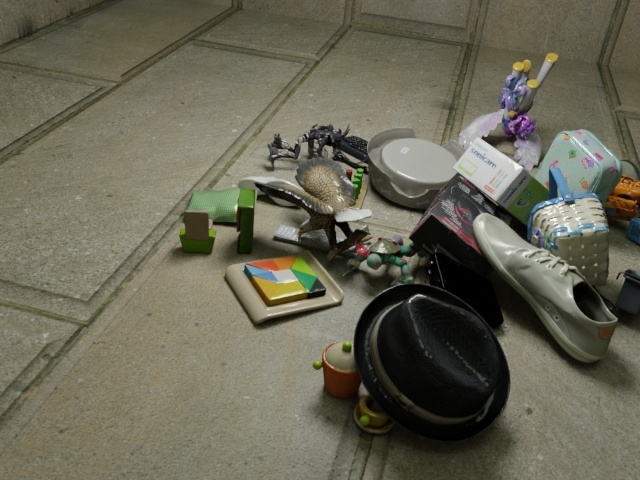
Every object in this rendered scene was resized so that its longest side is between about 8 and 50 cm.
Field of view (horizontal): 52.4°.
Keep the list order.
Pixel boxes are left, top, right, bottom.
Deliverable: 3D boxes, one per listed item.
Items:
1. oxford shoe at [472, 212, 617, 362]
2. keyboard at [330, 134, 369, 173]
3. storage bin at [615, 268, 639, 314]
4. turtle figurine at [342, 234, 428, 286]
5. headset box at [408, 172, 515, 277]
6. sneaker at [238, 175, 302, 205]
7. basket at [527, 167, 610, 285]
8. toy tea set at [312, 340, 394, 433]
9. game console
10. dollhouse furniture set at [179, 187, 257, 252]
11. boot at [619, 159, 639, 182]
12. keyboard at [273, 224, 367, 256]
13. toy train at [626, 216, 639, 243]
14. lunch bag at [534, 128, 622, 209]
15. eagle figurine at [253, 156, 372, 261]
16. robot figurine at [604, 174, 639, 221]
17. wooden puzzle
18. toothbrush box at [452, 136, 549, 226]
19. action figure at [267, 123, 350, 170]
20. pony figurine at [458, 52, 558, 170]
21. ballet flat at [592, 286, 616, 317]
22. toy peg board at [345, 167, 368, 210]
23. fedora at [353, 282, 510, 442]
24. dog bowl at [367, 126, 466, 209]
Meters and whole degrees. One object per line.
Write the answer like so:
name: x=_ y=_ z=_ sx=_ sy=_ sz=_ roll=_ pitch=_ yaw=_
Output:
oxford shoe: x=0.540 y=0.083 z=1.561 sx=0.169 sy=0.130 sz=0.449 roll=-6 pitch=49 yaw=-39
keyboard: x=0.167 y=-0.288 z=2.245 sx=0.201 sy=0.033 sz=0.317 roll=-26 pitch=44 yaw=-38
storage bin: x=0.783 y=0.129 z=1.628 sx=0.098 sy=0.091 sz=0.135 roll=27 pitch=14 yaw=28
turtle figurine: x=0.173 y=0.049 z=1.680 sx=0.175 sy=0.118 sz=0.234 roll=28 pitch=34 yaw=29
headset box: x=0.379 y=-0.023 z=1.738 sx=0.218 sy=0.110 sz=0.293 roll=40 pitch=39 yaw=0
sneaker: x=-0.139 y=-0.164 z=1.987 sx=0.212 sy=0.080 sz=0.094 roll=14 pitch=23 yaw=15
basket: x=0.648 y=-0.027 z=1.716 sx=0.201 sy=0.255 sz=0.289 roll=-7 pitch=31 yaw=13
toy tea set: x=0.149 y=0.243 z=1.369 sx=0.200 sy=0.124 sz=0.336 roll=29 pitch=41 yaw=31
game console: x=0.352 y=0.195 z=1.471 sx=0.213 sy=0.044 sz=0.361 roll=27 pitch=38 yaw=-30
dollhouse furniture set: x=-0.279 y=-0.110 z=1.810 sx=0.197 sy=0.151 sz=0.302 roll=2 pitch=34 yaw=-4
boot: x=0.992 y=-0.197 z=2.187 sx=0.161 sy=0.084 sz=0.247 roll=-4 pitch=33 yaw=-4
keyboard: x=0.000 y=0.000 z=1.809 sx=0.255 sy=0.014 sz=0.072 roll=13 pitch=35 yaw=11
toy train: x=1.013 y=-0.033 z=1.943 sx=0.184 sy=0.080 sz=0.105 roll=-11 pitch=31 yaw=-23
lunch bag: x=0.757 y=-0.169 z=1.934 sx=0.107 sy=0.279 sz=0.224 roll=-12 pitch=48 yaw=-24
eagle figurine: x=-0.009 y=-0.095 z=1.746 sx=0.225 sy=0.226 sz=0.298 roll=-33 pitch=83 yaw=4
robot figurine: x=0.876 y=-0.160 z=2.065 sx=0.291 sy=0.085 sz=0.211 roll=23 pitch=53 yaw=37
wooden puzzle: x=-0.091 y=0.103 z=1.617 sx=0.238 sy=0.044 sz=0.221 roll=-13 pitch=38 yaw=-25
toothbrush box: x=0.553 y=-0.154 z=1.896 sx=0.283 sy=0.122 sz=0.206 roll=29 pitch=15 yaw=-42
action figure: x=-0.030 y=-0.306 z=2.153 sx=0.275 sy=0.141 sz=0.164 roll=-10 pitch=32 yaw=5
pony figurine: x=0.707 y=-0.459 z=2.352 sx=0.302 sy=0.364 sz=0.351 roll=28 pitch=55 yaw=19
ballet flat: x=0.694 y=0.150 z=1.670 sx=0.057 sy=0.049 sz=0.173 roll=-24 pitch=32 yaw=0
toy peg board: x=0.060 y=-0.171 z=2.012 sx=0.160 sy=0.079 sz=0.161 roll=11 pitch=34 yaw=8
fedora: x=0.232 y=0.211 z=1.248 sx=0.333 sy=0.152 sz=0.334 roll=5 pitch=63 yaw=-9
dog bowl: x=0.312 y=-0.229 z=2.082 sx=0.348 sy=0.102 sz=0.349 roll=6 pitch=40 yaw=-5
